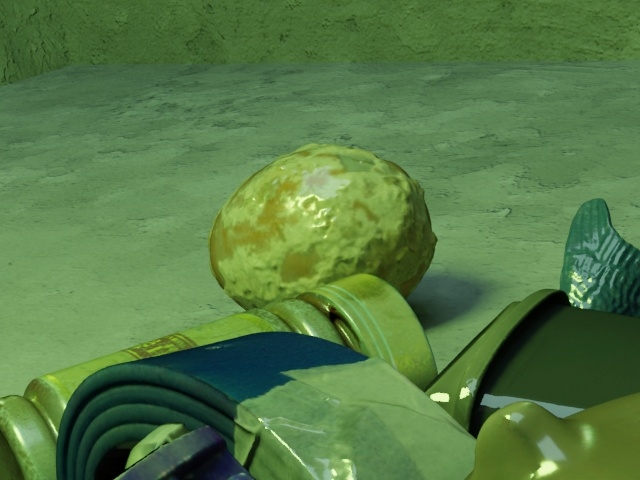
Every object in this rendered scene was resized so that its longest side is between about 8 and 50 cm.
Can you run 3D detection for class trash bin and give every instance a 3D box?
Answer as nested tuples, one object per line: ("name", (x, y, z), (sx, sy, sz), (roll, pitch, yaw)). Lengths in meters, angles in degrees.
("trash bin", (0.191, 0.140, 0.929), (0.290, 0.182, 0.209), (6, 20, 26))

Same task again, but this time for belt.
("belt", (-0.024, 0.169, 0.843), (0.117, 0.212, 0.347), (-8, 17, -37))

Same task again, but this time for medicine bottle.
("medicine bottle", (-0.082, 0.140, 1.099), (0.322, 0.151, 0.151), (-17, 19, -26))

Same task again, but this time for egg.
("egg", (0.000, 0.000, 1.462), (0.233, 0.195, 0.195), (-13, 14, 19))

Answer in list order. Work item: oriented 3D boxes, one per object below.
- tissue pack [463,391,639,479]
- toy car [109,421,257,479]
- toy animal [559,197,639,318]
("tissue pack", (0.209, 0.202, 0.542), (0.267, 0.277, 0.387), (-13, 18, -25))
("toy car", (-0.089, 0.214, 0.716), (0.158, 0.235, 0.172), (35, 37, 17))
("toy animal", (0.285, 0.077, 1.149), (0.239, 0.255, 0.176), (33, -5, 4))
